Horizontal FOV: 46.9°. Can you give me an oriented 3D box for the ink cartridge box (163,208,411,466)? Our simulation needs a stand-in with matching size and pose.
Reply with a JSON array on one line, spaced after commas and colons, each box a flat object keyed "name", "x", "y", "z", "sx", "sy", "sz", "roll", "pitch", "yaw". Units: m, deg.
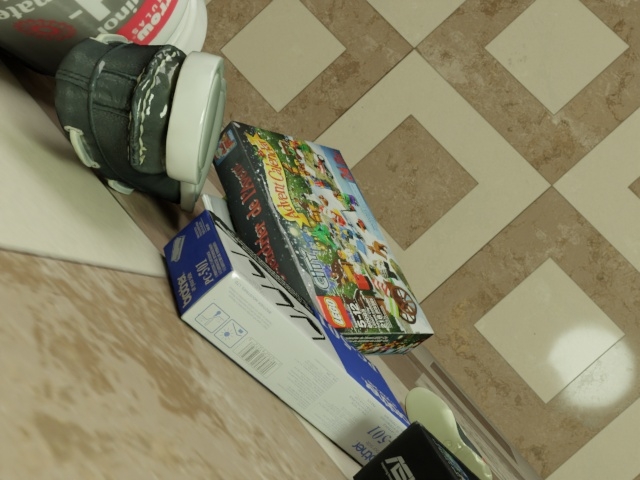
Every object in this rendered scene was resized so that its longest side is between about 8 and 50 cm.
[{"name": "ink cartridge box", "x": -0.019, "y": 0.074, "z": 0.521, "sx": 0.207, "sy": 0.046, "sz": 0.097, "roll": 46, "pitch": 5, "yaw": -30}]

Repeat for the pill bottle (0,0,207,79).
[{"name": "pill bottle", "x": -0.198, "y": -0.219, "z": 0.529, "sx": 0.176, "sy": 0.176, "sz": 0.318, "roll": 48, "pitch": 4, "yaw": 14}]

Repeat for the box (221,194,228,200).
[{"name": "box", "x": -0.072, "y": -0.012, "z": 0.915, "sx": 0.105, "sy": 0.043, "sz": 0.179, "roll": 48, "pitch": 1, "yaw": 6}]

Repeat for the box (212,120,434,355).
[{"name": "box", "x": 0.000, "y": 0.000, "z": 0.706, "sx": 0.159, "sy": 0.044, "sz": 0.233, "roll": 8, "pitch": 49, "yaw": -49}]

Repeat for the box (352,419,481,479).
[{"name": "box", "x": 0.144, "y": 0.251, "z": 0.412, "sx": 0.216, "sy": 0.060, "sz": 0.270, "roll": 45, "pitch": 4, "yaw": -30}]

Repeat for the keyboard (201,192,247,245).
[{"name": "keyboard", "x": -0.080, "y": -0.006, "z": 0.686, "sx": 0.256, "sy": 0.014, "sz": 0.072, "roll": -138, "pitch": -158, "yaw": -88}]

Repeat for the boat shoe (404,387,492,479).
[{"name": "boat shoe", "x": 0.144, "y": 0.225, "z": 0.844, "sx": 0.137, "sy": 0.049, "sz": 0.043, "roll": 50, "pitch": 0, "yaw": 4}]

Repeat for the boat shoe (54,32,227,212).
[{"name": "boat shoe", "x": -0.123, "y": -0.087, "z": 0.553, "sx": 0.091, "sy": 0.114, "sz": 0.302, "roll": 14, "pitch": -7, "yaw": -7}]
